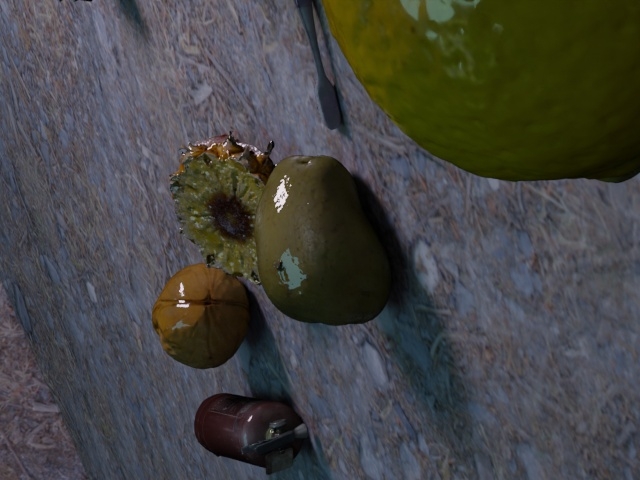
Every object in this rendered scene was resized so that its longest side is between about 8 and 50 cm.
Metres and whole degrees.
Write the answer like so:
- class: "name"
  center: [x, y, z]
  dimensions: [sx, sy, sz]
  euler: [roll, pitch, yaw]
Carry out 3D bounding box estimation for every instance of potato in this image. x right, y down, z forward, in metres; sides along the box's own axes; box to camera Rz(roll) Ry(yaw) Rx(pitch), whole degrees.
- class: "potato"
  center: [0.000, 0.000, 1.767]
  dimensions: [0.157, 0.157, 0.194]
  euler: [178, 87, -66]

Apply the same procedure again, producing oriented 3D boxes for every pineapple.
- class: "pineapple"
  center: [-0.101, -0.038, 1.950]
  dimensions: [0.221, 0.047, 0.221]
  euler: [18, 130, 22]

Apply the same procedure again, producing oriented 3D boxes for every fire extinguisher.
- class: "fire extinguisher"
  center: [-0.096, 0.270, 2.229]
  dimensions: [0.269, 0.105, 0.105]
  euler: [-1, 107, 66]

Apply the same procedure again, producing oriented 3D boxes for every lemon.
- class: "lemon"
  center: [0.145, -0.205, 1.050]
  dimensions: [0.336, 0.336, 0.336]
  euler: [48, 149, 42]

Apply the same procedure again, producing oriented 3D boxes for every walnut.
- class: "walnut"
  center: [-0.166, 0.105, 2.218]
  dimensions: [0.144, 0.144, 0.180]
  euler: [62, 159, 19]

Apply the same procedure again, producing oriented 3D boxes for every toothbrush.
- class: "toothbrush"
  center: [-0.028, -0.290, 1.723]
  dimensions: [0.029, 0.024, 0.354]
  euler: [-149, 43, -68]

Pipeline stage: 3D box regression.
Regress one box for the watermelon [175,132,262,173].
- class: "watermelon"
  center: [-0.108, -0.080, 2.025]
  dimensions: [0.180, 0.081, 0.094]
  euler: [21, 106, 40]
